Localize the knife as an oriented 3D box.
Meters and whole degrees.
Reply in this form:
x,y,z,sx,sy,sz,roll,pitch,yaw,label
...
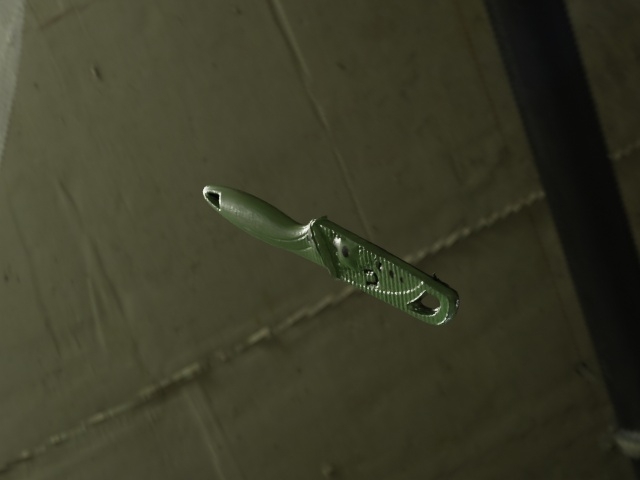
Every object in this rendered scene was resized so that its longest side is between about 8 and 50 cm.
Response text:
x,y,z,sx,sy,sz,roll,pitch,yaw,label
-0.002,0.001,1.142,0.020,0.293,0.043,-22,-60,-30,knife
